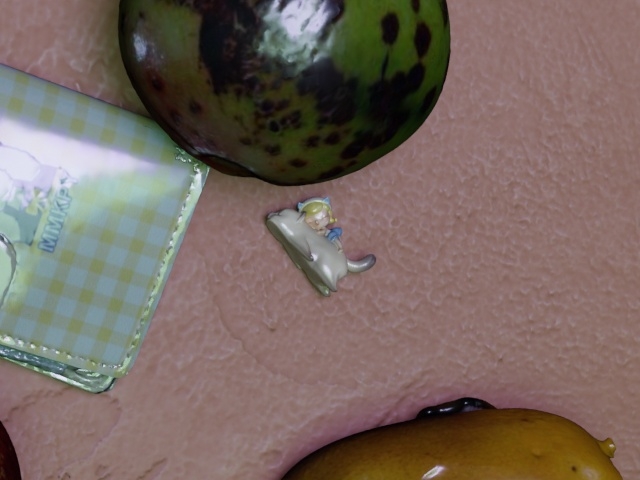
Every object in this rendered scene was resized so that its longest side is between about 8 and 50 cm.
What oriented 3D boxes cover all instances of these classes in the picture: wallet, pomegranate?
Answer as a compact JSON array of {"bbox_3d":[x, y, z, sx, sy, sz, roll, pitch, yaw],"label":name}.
[{"bbox_3d":[-0.256,-0.029,1.336,0.309,0.077,0.223,20,87,-14],"label":"wallet"},{"bbox_3d":[-0.012,-0.183,1.312,0.242,0.242,0.306,27,58,-13],"label":"pomegranate"}]

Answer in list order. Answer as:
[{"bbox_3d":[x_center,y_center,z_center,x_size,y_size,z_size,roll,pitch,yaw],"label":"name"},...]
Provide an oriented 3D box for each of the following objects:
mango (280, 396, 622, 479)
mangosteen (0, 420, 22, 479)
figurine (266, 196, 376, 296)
[{"bbox_3d":[0.103,0.229,1.392,0.287,0.152,0.201,-22,108,-7],"label":"mango"},{"bbox_3d":[-0.337,0.199,1.279,0.215,0.215,0.257,40,106,-12],"label":"mangosteen"},{"bbox_3d":[0.000,0.000,1.406,0.050,0.047,0.083,-40,95,-21],"label":"figurine"}]
